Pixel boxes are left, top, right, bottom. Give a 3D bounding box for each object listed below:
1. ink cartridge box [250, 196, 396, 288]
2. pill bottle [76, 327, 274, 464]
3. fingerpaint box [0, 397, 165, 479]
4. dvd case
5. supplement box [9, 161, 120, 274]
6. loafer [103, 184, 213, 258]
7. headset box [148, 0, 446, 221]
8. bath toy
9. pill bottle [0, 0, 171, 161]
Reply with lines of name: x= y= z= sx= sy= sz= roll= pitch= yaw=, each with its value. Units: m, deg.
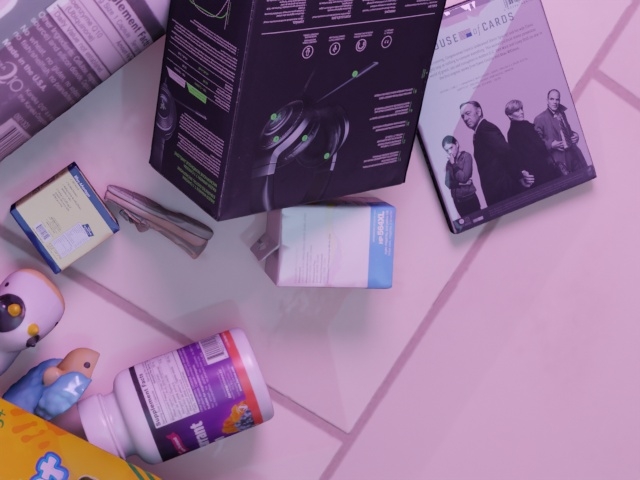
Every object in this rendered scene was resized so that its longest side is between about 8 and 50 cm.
ink cartridge box: x=0.000 y=0.000 z=1.579 sx=0.143 sy=0.092 sz=0.090 roll=2 pitch=98 yaw=-12
pill bottle: x=-0.156 y=0.174 z=1.568 sx=0.193 sy=0.108 sz=0.108 roll=-21 pitch=102 yaw=-7
fingerpaint box: x=-0.268 y=0.433 z=1.432 sx=0.371 sy=0.163 sz=0.445 roll=30 pitch=55 yaw=-17
dvd case: x=0.189 y=-0.148 z=1.625 sx=0.179 sy=0.029 sz=0.238 roll=-22 pitch=102 yaw=-7
supplement box: x=-0.268 y=-0.024 z=1.541 sx=0.083 sy=0.056 sz=0.083 roll=-35 pitch=104 yaw=-4
loafer: x=-0.177 y=-0.018 z=1.569 sx=0.125 sy=0.045 sz=0.039 roll=24 pitch=100 yaw=-16
headset box: x=-0.021 y=-0.169 z=1.444 sx=0.246 sy=0.131 sz=0.283 roll=-14 pitch=127 yaw=-37
bath toy: x=-0.384 y=0.044 z=1.494 sx=0.151 sy=0.129 sz=0.348 roll=-45 pitch=103 yaw=-1
pill bottle: x=-0.266 y=-0.242 z=1.432 sx=0.361 sy=0.204 sz=0.204 roll=-39 pitch=104 yaw=-4
